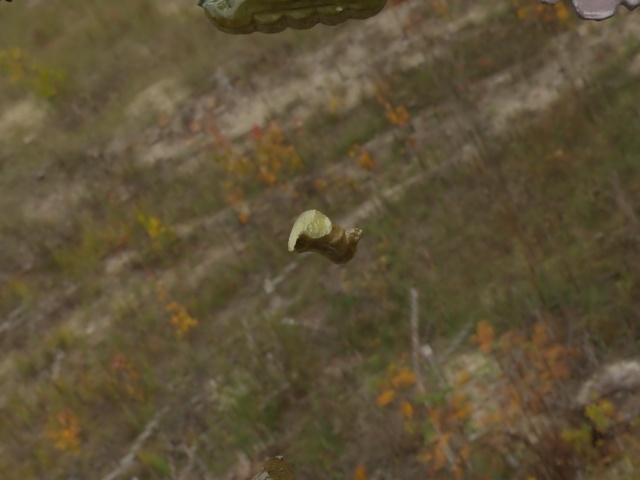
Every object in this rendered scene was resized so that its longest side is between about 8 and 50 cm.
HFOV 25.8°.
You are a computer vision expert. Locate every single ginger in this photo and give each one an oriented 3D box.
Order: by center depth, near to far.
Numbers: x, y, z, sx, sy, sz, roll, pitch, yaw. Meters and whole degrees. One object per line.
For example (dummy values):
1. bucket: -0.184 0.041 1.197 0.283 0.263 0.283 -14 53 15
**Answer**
1. ginger: 0.004 -0.003 1.562 0.044 0.137 0.057 36 98 34

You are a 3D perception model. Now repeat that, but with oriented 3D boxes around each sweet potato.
1. sweet potato: -0.028 0.222 1.174 0.054 0.053 0.182 -5 1 -17

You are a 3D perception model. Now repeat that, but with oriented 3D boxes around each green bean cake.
1. green bean cake: -0.039 -0.367 1.631 0.233 0.236 0.124 -6 2 3

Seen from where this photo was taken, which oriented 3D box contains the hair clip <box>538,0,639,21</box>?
1. hair clip: 0.244 -0.322 1.115 0.173 0.300 0.069 16 38 -7
